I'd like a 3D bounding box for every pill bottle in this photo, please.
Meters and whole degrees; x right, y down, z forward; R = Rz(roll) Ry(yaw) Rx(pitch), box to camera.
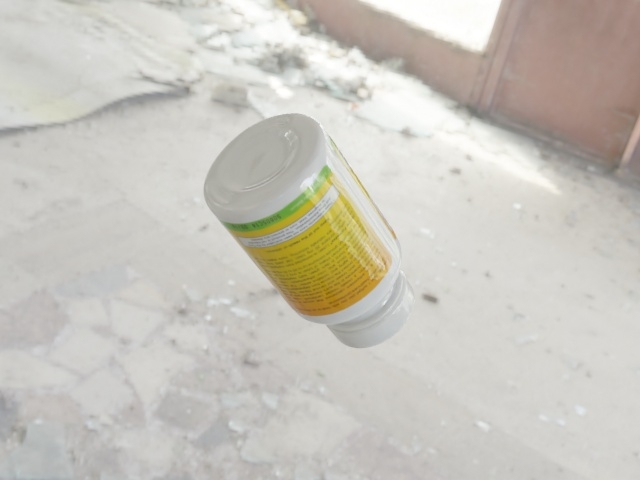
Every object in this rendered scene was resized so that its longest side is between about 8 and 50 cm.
[{"bbox_3d":[0.000,0.000,1.077,0.136,0.245,0.136,-22,39,19],"label":"pill bottle"}]
